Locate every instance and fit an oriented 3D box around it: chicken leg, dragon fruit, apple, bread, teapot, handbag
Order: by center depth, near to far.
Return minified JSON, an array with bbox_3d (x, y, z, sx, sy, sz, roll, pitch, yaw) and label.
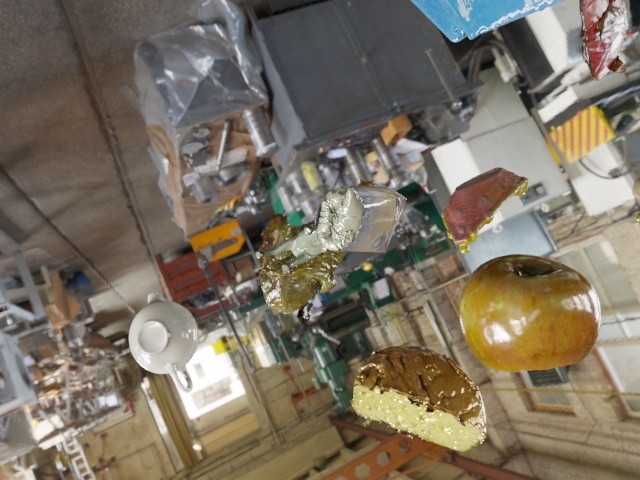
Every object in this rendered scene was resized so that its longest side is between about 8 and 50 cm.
[{"bbox_3d":[0.063,-0.039,0.899,0.173,0.095,0.117,-1,115,-53],"label":"handbag"},{"bbox_3d":[0.367,0.138,0.954,0.237,0.207,0.237,-6,-160,2],"label":"apple"},{"bbox_3d":[0.199,0.301,1.055,0.160,0.260,0.147,92,16,-48],"label":"bread"},{"bbox_3d":[-0.317,0.206,1.079,0.145,0.226,0.092,-26,169,8],"label":"teapot"},{"bbox_3d":[-0.015,-0.003,1.179,0.361,0.211,0.140,-55,-156,9],"label":"chicken leg"},{"bbox_3d":[0.667,-0.512,1.249,0.100,0.282,0.343,0,147,35],"label":"dragon fruit"}]

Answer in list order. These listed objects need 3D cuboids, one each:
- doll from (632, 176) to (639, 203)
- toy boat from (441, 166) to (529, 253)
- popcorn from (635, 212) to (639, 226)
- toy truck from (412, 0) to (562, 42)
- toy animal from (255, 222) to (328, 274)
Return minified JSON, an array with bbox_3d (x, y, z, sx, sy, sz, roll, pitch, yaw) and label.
[{"bbox_3d":[0.544,-0.110,0.682,0.256,0.196,0.152,-45,-171,-20],"label":"doll"},{"bbox_3d":[0.322,-0.079,1.027,0.141,0.099,0.318,-11,-165,42],"label":"toy boat"},{"bbox_3d":[0.789,-0.081,1.151,0.167,0.187,0.185,19,-174,-31],"label":"popcorn"},{"bbox_3d":[0.236,-0.349,0.567,0.146,0.175,0.367,-39,-162,-17],"label":"toy truck"},{"bbox_3d":[0.005,-0.003,1.008,0.217,0.073,0.176,-25,176,31],"label":"toy animal"}]
